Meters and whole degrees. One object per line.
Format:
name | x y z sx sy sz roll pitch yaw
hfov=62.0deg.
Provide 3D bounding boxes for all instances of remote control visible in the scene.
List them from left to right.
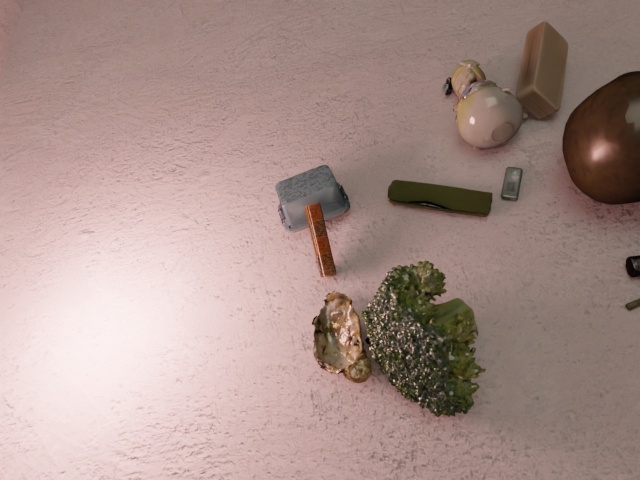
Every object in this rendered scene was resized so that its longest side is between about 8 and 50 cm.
remote control | 0.598 -0.178 1.663 0.053 0.018 0.124 9 61 18

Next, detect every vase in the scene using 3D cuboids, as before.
vase | 0.937 0.059 1.422 0.211 0.060 0.060 -7 58 8

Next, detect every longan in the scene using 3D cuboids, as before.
longan | 0.853 -0.283 1.467 0.336 0.404 0.404 15 63 13

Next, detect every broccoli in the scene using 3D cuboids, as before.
broccoli | 0.257 0.236 1.344 0.338 0.277 0.317 22 46 14

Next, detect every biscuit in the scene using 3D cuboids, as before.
biscuit | 0.369 -0.131 1.671 0.322 0.038 0.099 9 58 18

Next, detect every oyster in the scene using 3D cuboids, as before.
oyster | 0.066 0.263 1.454 0.166 0.094 0.294 -24 42 27

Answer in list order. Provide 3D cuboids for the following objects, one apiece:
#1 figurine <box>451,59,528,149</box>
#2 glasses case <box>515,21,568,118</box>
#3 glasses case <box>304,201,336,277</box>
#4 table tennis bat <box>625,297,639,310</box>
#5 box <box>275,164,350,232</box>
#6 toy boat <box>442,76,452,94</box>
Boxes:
figurine | 0.552 -0.469 1.783 0.275 0.226 0.394 7 43 -20
glasses case | 0.751 -0.577 1.798 0.144 0.076 0.336 32 61 -21
glasses case | 0.000 0.000 1.588 0.049 0.075 0.218 -13 87 2
table tennis bat | 0.882 0.149 1.409 0.156 0.013 0.087 -22 59 -4
box | -0.031 -0.133 1.701 0.227 0.130 0.162 -20 42 -2
toy boat | 0.454 -0.551 1.909 0.038 0.038 0.083 4 61 14
